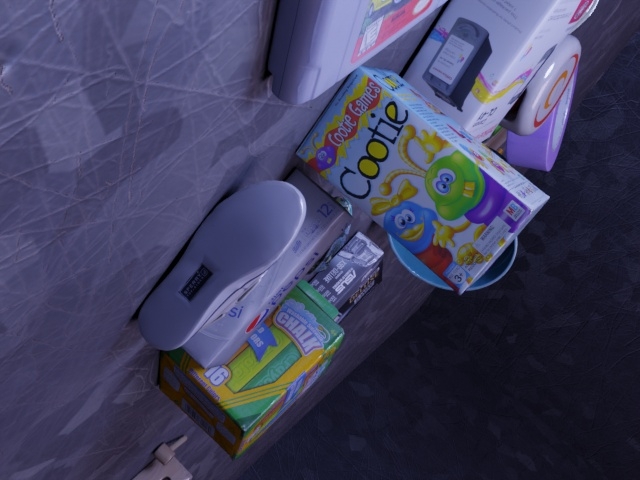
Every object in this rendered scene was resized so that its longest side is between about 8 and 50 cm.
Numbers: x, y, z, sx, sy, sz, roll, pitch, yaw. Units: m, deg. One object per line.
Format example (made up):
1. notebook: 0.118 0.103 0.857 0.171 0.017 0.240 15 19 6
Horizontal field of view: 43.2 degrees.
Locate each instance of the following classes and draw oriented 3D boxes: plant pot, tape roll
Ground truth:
1. plant pot: 0.308 -0.074 1.750 0.271 0.272 0.255 -59 179 40
2. tape roll: 0.478 -0.291 1.736 0.275 0.090 0.274 14 90 -70

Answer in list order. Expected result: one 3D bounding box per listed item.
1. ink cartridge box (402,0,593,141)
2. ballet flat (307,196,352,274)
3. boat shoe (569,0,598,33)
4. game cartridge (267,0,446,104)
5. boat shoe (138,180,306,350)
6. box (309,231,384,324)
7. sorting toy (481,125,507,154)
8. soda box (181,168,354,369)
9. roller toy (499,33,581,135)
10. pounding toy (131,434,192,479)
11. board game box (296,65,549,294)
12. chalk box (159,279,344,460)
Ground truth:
1. ink cartridge box: 0.250 -0.281 1.178 0.226 0.131 0.306 -31 157 -54
2. ballet flat: 0.000 0.000 1.347 0.070 0.070 0.188 -39 161 -36
3. boat shoe: 0.498 -0.469 1.544 0.233 0.084 0.079 -54 166 11
4. game cartridge: 0.072 -0.272 0.795 0.294 0.060 0.196 -41 162 -28
5. boat shoe: -0.111 0.031 0.991 0.267 0.096 0.088 -50 171 15
6. box: 0.008 0.141 1.748 0.307 0.076 0.242 -45 167 -11
7. sorting toy: 0.441 -0.265 2.059 0.196 0.047 0.347 -40 165 -15
8. soda box: -0.084 0.042 1.113 0.286 0.091 0.098 -48 169 3
9. roller toy: 0.351 -0.296 1.429 0.191 0.146 0.209 -58 161 2
10. pounding toy: -0.320 0.500 1.694 0.181 0.094 0.206 -39 165 -35
11. board game box: 0.133 -0.083 1.041 0.142 0.275 0.144 -53 167 21
12. chalk box: -0.089 0.167 1.280 0.289 0.180 0.179 -43 167 -28
